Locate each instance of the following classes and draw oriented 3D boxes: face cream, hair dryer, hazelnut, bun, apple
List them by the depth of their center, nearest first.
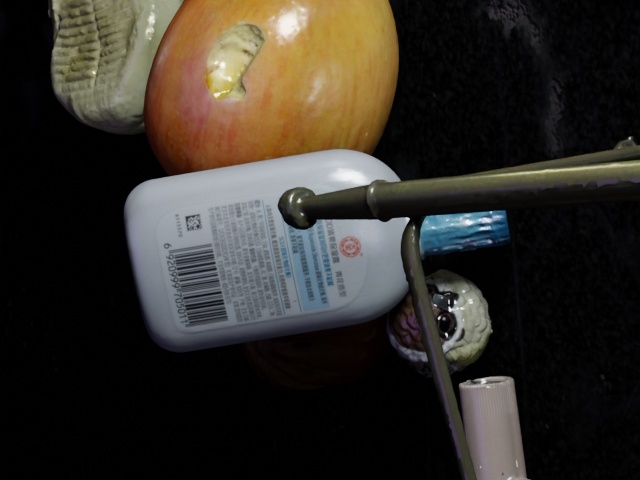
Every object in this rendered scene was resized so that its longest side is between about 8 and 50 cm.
[{"bbox_3d":[0.210,0.219,1.584,0.220,0.054,0.195,-5,94,56],"label":"hair dryer"},{"bbox_3d":[0.000,0.000,1.614,0.080,0.337,0.163,-79,-21,-75],"label":"face cream"},{"bbox_3d":[-0.049,-0.162,1.704,0.242,0.242,0.241,42,129,43],"label":"apple"},{"bbox_3d":[-0.002,0.055,1.757,0.204,0.178,0.178,-21,81,55],"label":"hazelnut"},{"bbox_3d":[-0.217,-0.228,2.039,0.229,0.145,0.229,-5,83,43],"label":"bun"}]

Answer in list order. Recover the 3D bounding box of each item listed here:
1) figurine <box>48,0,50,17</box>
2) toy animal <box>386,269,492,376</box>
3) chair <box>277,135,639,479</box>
[{"bbox_3d":[-0.297,-0.359,2.154,0.229,0.112,0.137,99,152,-50],"label":"figurine"},{"bbox_3d":[0.100,0.089,1.678,0.098,0.098,0.137,60,143,27],"label":"toy animal"},{"bbox_3d":[0.267,0.074,1.191,0.410,0.362,0.364,-21,81,53],"label":"chair"}]
